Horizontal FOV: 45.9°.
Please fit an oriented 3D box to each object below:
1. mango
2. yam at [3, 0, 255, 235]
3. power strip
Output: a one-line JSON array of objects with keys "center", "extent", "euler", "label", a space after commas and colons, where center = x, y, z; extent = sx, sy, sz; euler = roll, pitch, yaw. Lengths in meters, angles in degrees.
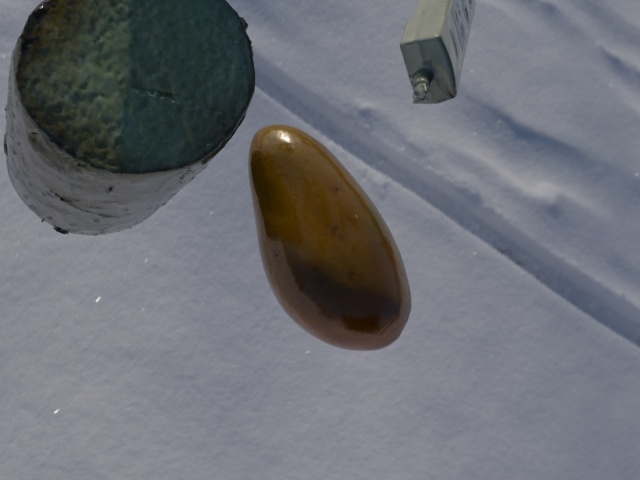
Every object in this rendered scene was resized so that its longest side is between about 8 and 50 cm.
[{"center": [0.000, 0.000, 0.754], "extent": [0.138, 0.113, 0.253], "euler": [-30, 92, -30], "label": "mango"}, {"center": [-0.175, -0.100, 0.632], "extent": [0.168, 0.304, 0.168], "euler": [4, 79, -23], "label": "yam"}, {"center": [0.083, -0.148, 0.520], "extent": [0.191, 0.030, 0.047], "euler": [-71, 145, -47], "label": "power strip"}]
